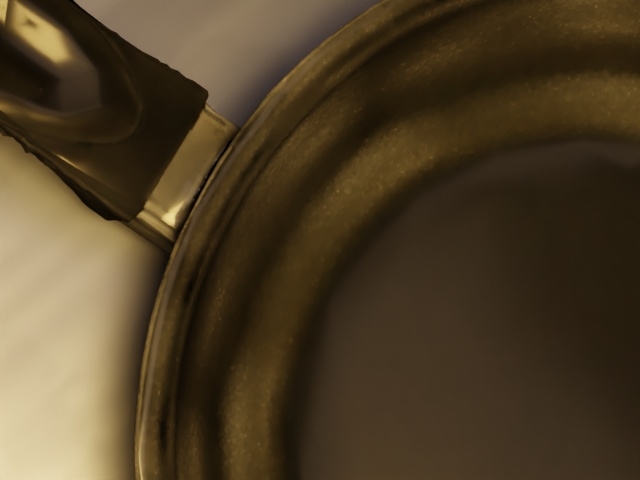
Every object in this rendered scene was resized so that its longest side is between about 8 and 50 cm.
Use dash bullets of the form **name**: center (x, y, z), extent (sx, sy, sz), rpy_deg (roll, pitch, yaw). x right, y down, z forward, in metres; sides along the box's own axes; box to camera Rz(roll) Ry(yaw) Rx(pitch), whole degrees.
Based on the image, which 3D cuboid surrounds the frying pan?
- **frying pan**: center (-0.002, 0.030, 0.353), extent (0.326, 0.053, 0.197), rpy_deg (9, 82, -11)
